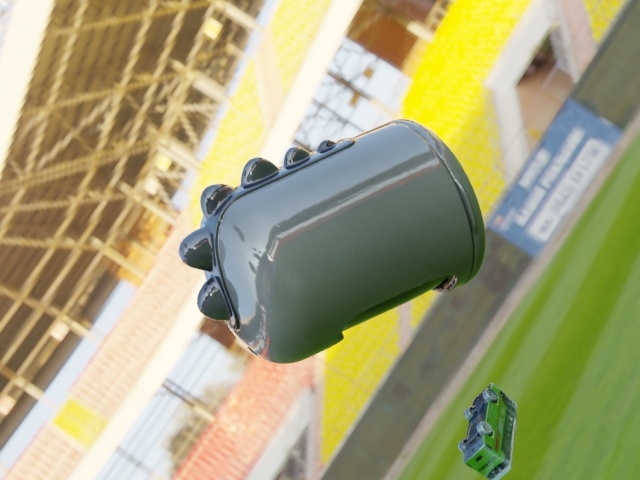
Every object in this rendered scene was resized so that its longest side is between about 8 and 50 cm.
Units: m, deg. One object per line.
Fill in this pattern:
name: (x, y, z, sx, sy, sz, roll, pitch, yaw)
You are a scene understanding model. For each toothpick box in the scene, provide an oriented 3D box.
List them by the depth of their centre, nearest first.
toothpick box: (0.000, 0.000, 1.353, 0.316, 0.229, 0.229, -24, -20, -21)

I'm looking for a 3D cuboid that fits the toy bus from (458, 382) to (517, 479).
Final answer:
toy bus: (0.134, 0.149, 0.955, 0.031, 0.037, 0.083, -51, 8, 30)
